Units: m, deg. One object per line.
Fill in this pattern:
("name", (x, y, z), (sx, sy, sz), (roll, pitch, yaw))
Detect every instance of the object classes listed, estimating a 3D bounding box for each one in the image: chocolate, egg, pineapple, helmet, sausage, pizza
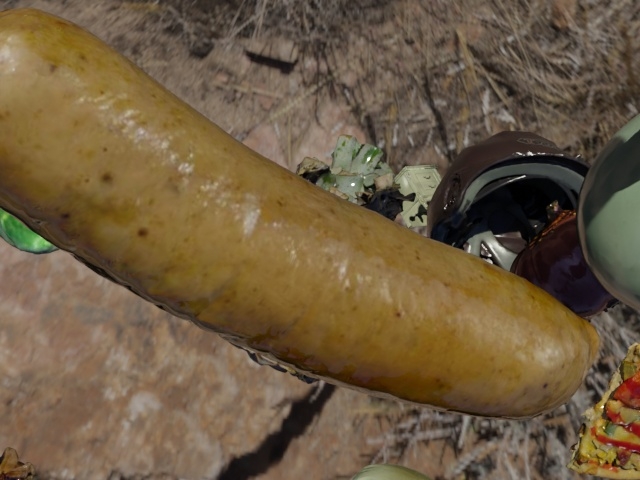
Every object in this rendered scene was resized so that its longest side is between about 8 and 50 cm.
("chocolate", (-0.369, -0.060, 1.249), (0.110, 0.291, 0.110), (-9, 106, -33))
("egg", (0.342, -0.032, 0.929), (0.203, 0.203, 0.282), (41, 151, -15))
("pineapple", (0.000, 0.000, 1.305), (0.262, 0.272, 0.262), (26, 150, 16))
("helmet", (0.268, -0.052, 1.541), (0.225, 0.177, 0.305), (16, 126, -15))
("sausage", (-0.026, 0.011, 0.710), (0.501, 0.123, 0.136), (28, 102, -21))
("pizza", (0.201, 0.124, 0.687), (0.099, 0.029, 0.100), (-40, 102, 16))

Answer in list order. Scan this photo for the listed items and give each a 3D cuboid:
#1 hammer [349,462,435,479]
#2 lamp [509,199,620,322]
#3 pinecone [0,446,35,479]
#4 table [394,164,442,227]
("hammer", (0.090, 0.311, 0.720), (0.305, 0.113, 0.202), (42, 111, 30))
("lamp", (0.303, 0.024, 1.288), (0.182, 0.182, 0.140), (-42, 84, 16))
("pinecone", (-0.523, 0.416, 1.654), (0.179, 0.184, 0.204), (50, 137, 12))
("table", (0.168, -0.073, 1.777), (0.079, 0.083, 0.062), (-6, 150, -38))
